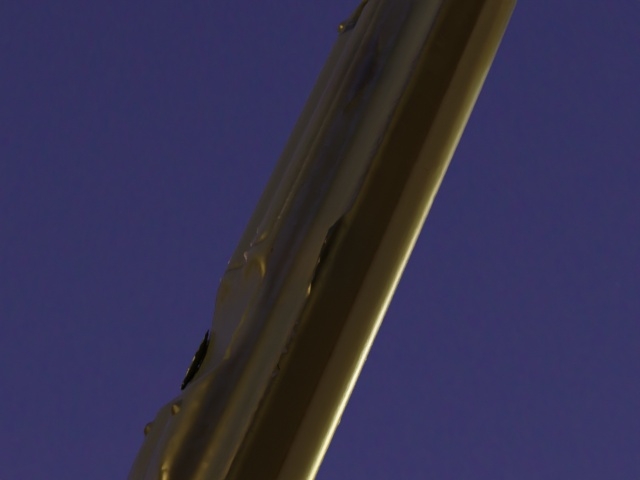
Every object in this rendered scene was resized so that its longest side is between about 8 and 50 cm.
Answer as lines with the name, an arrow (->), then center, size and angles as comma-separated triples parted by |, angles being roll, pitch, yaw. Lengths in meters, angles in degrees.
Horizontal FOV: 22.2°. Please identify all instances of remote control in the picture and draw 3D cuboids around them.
remote control -> 0.000, 0.000, 0.736 | 0.066, 0.335, 0.128 | 30, -27, -12
